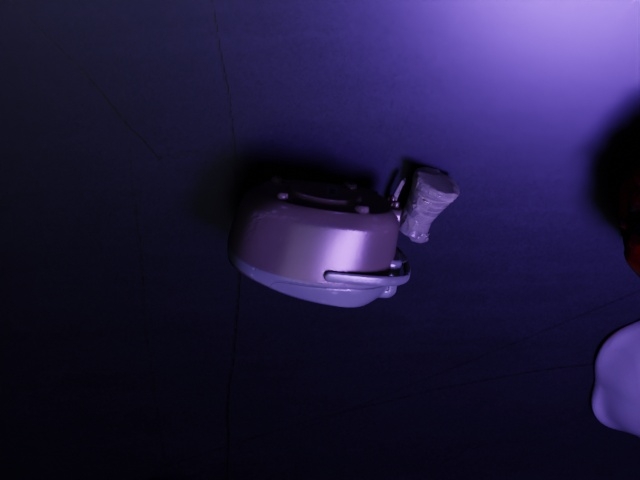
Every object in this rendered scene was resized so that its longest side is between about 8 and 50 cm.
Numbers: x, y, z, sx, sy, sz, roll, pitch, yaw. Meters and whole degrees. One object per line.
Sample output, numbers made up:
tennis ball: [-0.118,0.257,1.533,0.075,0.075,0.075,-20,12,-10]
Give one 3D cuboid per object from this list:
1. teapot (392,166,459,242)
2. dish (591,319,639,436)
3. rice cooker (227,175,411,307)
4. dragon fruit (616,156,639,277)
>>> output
teapot: [0.114,-0.040,1.487,0.067,0.057,0.083,25,122,0]
dish: [0.458,0.190,1.637,0.229,0.081,0.229,-2,121,-3]
rice cooker: [0.000,0.000,1.449,0.206,0.145,0.127,3,111,-10]
dragon fruit: [0.416,-0.023,1.455,0.182,0.182,0.189,-25,102,11]
